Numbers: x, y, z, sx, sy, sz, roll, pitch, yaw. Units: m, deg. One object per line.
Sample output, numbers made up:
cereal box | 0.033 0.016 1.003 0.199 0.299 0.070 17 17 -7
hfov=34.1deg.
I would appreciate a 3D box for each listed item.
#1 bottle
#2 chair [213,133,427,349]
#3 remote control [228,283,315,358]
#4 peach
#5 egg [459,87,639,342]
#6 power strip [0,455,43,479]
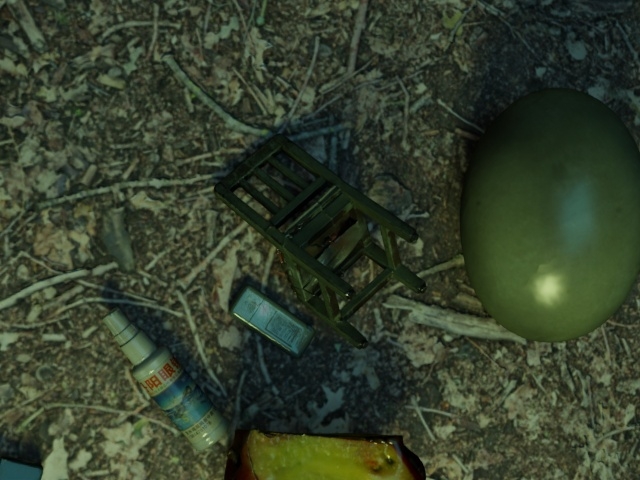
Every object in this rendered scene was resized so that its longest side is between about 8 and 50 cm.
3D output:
bottle | -0.207 0.178 1.363 0.060 0.060 0.217 -41 99 -16
chair | 0.000 0.000 1.417 0.136 0.147 0.270 -42 57 -18
remote control | -0.066 0.111 1.434 0.124 0.018 0.053 35 78 -14
peach | -0.001 0.322 1.376 0.267 0.154 0.159 5 85 -26
egg | 0.324 -0.035 1.449 0.258 0.258 0.352 12 86 -18
power strip | -0.391 0.335 1.304 0.056 0.032 0.123 18 82 -17
